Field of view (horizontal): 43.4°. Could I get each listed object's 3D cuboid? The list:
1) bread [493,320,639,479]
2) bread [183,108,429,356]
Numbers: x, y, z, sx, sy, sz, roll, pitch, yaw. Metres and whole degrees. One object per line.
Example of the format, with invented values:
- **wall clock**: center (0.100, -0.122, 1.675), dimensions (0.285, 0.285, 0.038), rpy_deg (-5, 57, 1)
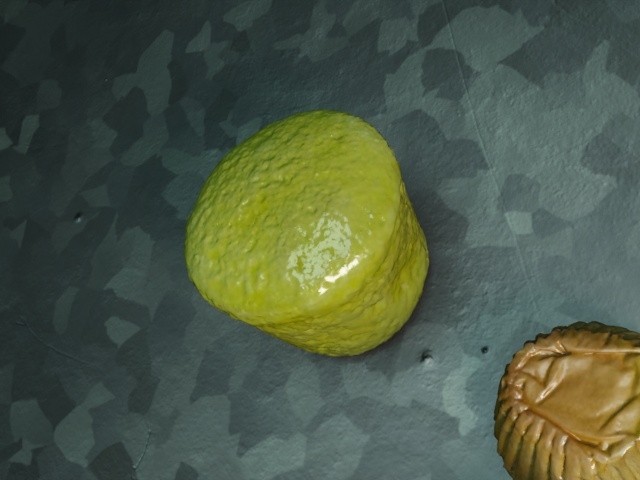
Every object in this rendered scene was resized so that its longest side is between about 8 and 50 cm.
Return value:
- **bread**: center (0.343, 0.219, 1.053), dimensions (0.274, 0.149, 0.274), rpy_deg (-24, 45, 26)
- **bread**: center (0.000, 0.000, 1.238), dimensions (0.348, 0.308, 0.348), rpy_deg (-14, 59, 25)
